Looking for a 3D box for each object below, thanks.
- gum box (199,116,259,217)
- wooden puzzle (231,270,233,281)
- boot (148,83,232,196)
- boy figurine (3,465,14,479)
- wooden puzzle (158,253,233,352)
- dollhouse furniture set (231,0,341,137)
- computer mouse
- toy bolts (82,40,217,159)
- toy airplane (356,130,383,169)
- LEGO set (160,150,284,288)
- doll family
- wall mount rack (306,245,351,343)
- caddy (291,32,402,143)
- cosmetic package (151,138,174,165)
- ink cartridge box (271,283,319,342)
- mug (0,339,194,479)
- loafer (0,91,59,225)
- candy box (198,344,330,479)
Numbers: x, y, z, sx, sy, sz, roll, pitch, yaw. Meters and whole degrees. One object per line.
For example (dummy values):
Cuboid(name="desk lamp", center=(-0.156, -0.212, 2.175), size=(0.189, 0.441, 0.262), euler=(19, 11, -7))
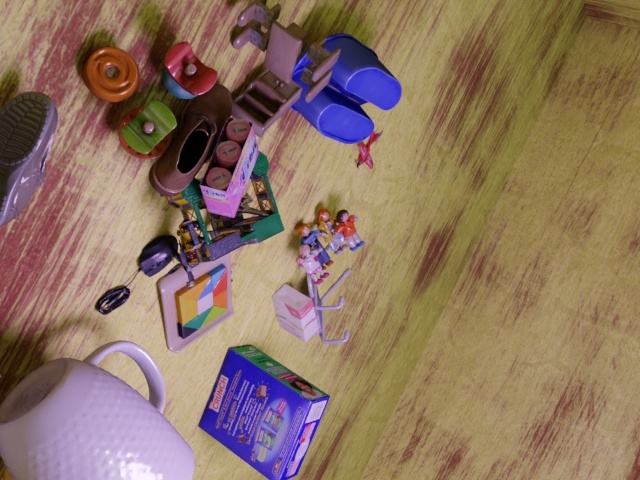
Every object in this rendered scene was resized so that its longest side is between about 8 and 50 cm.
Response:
Cuboid(name="gum box", center=(-0.189, -0.159, 1.396), size=(0.107, 0.062, 0.189), euler=(88, 17, -62))
Cuboid(name="wooden puzzle", center=(-0.263, 0.118, 1.777), size=(0.083, 0.006, 0.049), euler=(-56, 149, -14))
Cuboid(name="boot", center=(-0.243, -0.228, 1.367), size=(0.112, 0.115, 0.305), euler=(35, 54, -21))
Cuboid(name="boy figurine", center=(-0.591, 0.402, 1.396), size=(0.285, 0.092, 0.177), euler=(-61, 153, -11))
Cuboid(name="wooden puzzle", center=(-0.308, 0.153, 1.688), size=(0.221, 0.044, 0.239), euler=(-34, 138, -37))
Cuboid(name="dollhouse furniture set", center=(-0.108, -0.371, 1.457), size=(0.161, 0.212, 0.242), euler=(-49, 174, -27))
Cuboid(name="computer mouse", center=(-0.408, 0.080, 1.488), size=(0.242, 0.041, 0.071), euler=(-50, 148, -22))
Cuboid(name="toy bolts", center=(-0.334, -0.295, 1.281), size=(0.228, 0.158, 0.218), euler=(-44, 105, -15))
Cuboid(name="toy airplane", center=(0.152, -0.296, 2.097), size=(0.151, 0.028, 0.151), euler=(-39, 143, -38))
Cuboid(name="LEGO set", center=(-0.256, -0.066, 1.538), size=(0.331, 0.192, 0.255), euler=(-40, 113, -44))
Cuboid(name="doll family", center=(0.000, 0.000, 1.990), size=(0.263, 0.118, 0.163), euler=(-42, 121, -24))
Cuboid(name="wall mount rack", center=(0.035, 0.159, 2.167), size=(0.350, 0.130, 0.304), euler=(79, 7, -49))
Cuboid(name="caddy", center=(0.054, -0.402, 1.724), size=(0.241, 0.179, 0.341), euler=(-47, 155, 19))
Cuboid(name="cosmetic package", center=(-0.306, -0.192, 1.424), size=(0.115, 0.060, 0.041), euler=(-35, 139, -43))
Cuboid(name="ink cartridge box", center=(-0.075, 0.241, 2.057), size=(0.067, 0.115, 0.198), euler=(-44, 144, -28))
Cuboid(name="mug", center=(-0.436, 0.370, 1.306), size=(0.328, 0.276, 0.374), euler=(57, 35, -25))
Cuboid(name="loafer", center=(-0.518, -0.138, 1.122), size=(0.251, 0.094, 0.087), euler=(-59, 176, 10))
Cuboid(name="candy box", center=(-0.168, 0.497, 1.904), size=(0.122, 0.317, 0.268), euler=(8, 106, -61))
